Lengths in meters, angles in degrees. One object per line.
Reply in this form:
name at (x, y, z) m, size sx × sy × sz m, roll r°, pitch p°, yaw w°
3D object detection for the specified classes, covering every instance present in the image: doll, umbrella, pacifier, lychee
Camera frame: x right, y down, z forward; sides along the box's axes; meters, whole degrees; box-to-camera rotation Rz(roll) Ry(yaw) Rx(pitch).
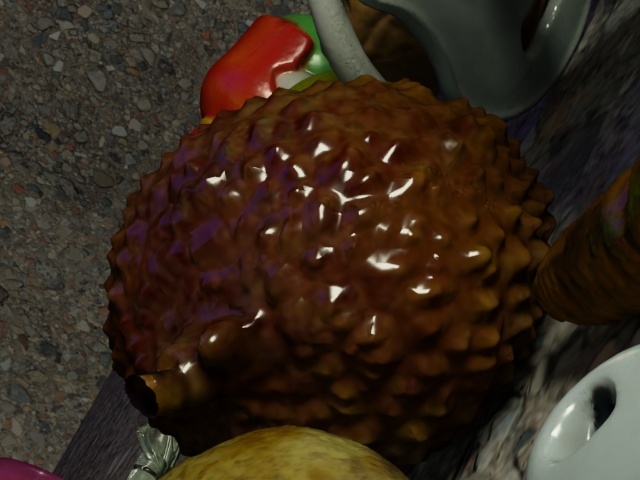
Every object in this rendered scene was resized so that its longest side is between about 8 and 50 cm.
doll at (-0.030, -0.133, 1.279) m, size 0.363 × 0.160 × 0.183 m, roll -47°, pitch -35°, yaw -18°
umbrella at (-0.154, 0.185, 1.361) m, size 0.046 × 0.050 × 0.188 m, roll 95°, pitch -159°, yaw -58°
pacifier at (0.116, -0.174, 0.710) m, size 0.225 × 0.287 × 0.238 m, roll 8°, pitch 66°, yaw 41°
lychee at (0.001, 0.021, 0.576) m, size 0.238 × 0.200 × 0.200 m, roll -37°, pitch -10°, yaw -50°

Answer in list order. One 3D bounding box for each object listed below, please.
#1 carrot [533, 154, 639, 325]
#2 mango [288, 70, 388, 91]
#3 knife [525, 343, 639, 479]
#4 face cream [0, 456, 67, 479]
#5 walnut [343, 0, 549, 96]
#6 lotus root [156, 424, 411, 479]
carrot at (0.147, -0.029, 0.390) m, size 0.066 × 0.066 × 0.314 m, roll -60°, pitch 5°, yaw -28°
mango at (0.005, -0.007, 0.818) m, size 0.185 × 0.149 × 0.273 m, roll -52°, pitch 14°, yaw 14°
knife at (0.157, 0.012, 0.249) m, size 0.080 × 0.044 × 0.331 m, roll -53°, pitch 11°, yaw -35°
face cream at (-0.265, 0.308, 1.081) m, size 0.175 × 0.175 × 0.195 m, roll -44°, pitch 15°, yaw 57°
walnut at (0.094, -0.213, 0.991) m, size 0.213 × 0.213 × 0.213 m, roll -55°, pitch 8°, yaw 11°
lotus root at (-0.007, 0.133, 0.439) m, size 0.138 × 0.138 × 0.214 m, roll -59°, pitch 19°, yaw -18°
